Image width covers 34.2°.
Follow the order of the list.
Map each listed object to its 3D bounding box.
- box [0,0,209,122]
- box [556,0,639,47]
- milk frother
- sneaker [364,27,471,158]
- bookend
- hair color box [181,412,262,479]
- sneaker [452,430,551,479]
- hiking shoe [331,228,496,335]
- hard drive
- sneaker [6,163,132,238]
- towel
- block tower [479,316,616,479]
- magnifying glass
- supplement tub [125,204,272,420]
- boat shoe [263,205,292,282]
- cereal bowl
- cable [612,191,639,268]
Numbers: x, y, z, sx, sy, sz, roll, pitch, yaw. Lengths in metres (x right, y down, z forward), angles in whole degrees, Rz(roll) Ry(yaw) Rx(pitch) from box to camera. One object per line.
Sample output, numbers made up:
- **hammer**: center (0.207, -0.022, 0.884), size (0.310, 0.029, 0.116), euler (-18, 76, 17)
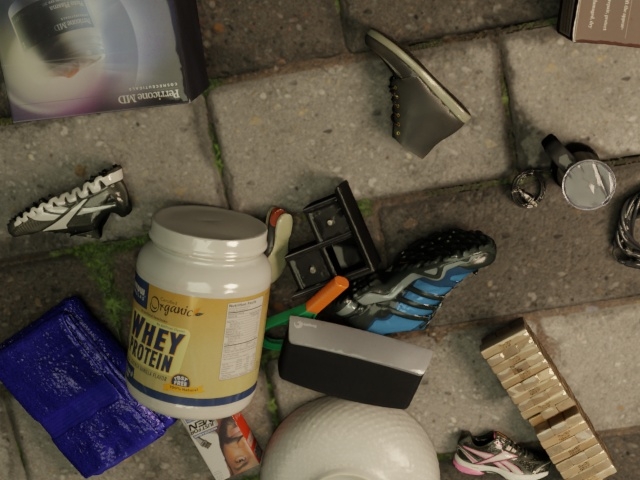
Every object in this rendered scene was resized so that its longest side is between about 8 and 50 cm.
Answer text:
- **box**: center (-0.352, -0.356, 1.653), size (0.296, 0.183, 0.294), euler (-6, 107, 6)
- **box**: center (0.482, -0.383, 1.590), size (0.203, 0.168, 0.167), euler (5, 106, 2)
- **milk frother**: center (0.392, -0.090, 1.700), size (0.129, 0.135, 0.143), euler (27, 106, -3)
- **sneaker**: center (0.130, -0.237, 1.702), size (0.222, 0.083, 0.118), euler (43, 105, -10)
- **bookend**: center (0.000, 0.000, 1.782), size (0.156, 0.072, 0.157), euler (-20, 98, 16)
- **hair color box**: center (-0.186, 0.350, 1.914), size (0.093, 0.053, 0.167), euler (-26, 104, 10)
- **sneaker**: center (0.330, 0.384, 1.878), size (0.178, 0.072, 0.077), euler (3, 104, 4)
- **hiking shoe**: center (0.174, 0.082, 1.793), size (0.304, 0.113, 0.132), euler (-25, 113, 20)
- **hard drive**: center (0.055, 0.219, 1.817), size (0.255, 0.054, 0.172), euler (14, 141, -1)
- **sneaker**: center (-0.429, -0.040, 1.803), size (0.234, 0.078, 0.106), euler (-24, 101, 8)
- **towel**: center (-0.439, 0.276, 1.898), size (0.228, 0.076, 0.308), euler (-35, 101, 12)
- **block tower**: center (0.402, 0.291, 1.836), size (0.091, 0.097, 0.335), euler (-31, 104, 12)
- **magnifying glass**: center (-0.029, 0.127, 1.797), size (0.092, 0.026, 0.231), euler (17, 140, -31)
- **supplement tub**: center (-0.204, 0.117, 1.755), size (0.228, 0.228, 0.316), euler (9, 107, 1)
- **boat shoe**: center (-0.084, 0.009, 1.813), size (0.043, 0.049, 0.137), euler (29, 115, 40)
- **cereal bowl**: center (0.051, 0.458, 1.885), size (0.339, 0.141, 0.339), euler (1, 108, 3)
- **cable**: center (0.593, -0.015, 1.761), size (0.184, 0.047, 0.150), euler (11, 102, 3)
